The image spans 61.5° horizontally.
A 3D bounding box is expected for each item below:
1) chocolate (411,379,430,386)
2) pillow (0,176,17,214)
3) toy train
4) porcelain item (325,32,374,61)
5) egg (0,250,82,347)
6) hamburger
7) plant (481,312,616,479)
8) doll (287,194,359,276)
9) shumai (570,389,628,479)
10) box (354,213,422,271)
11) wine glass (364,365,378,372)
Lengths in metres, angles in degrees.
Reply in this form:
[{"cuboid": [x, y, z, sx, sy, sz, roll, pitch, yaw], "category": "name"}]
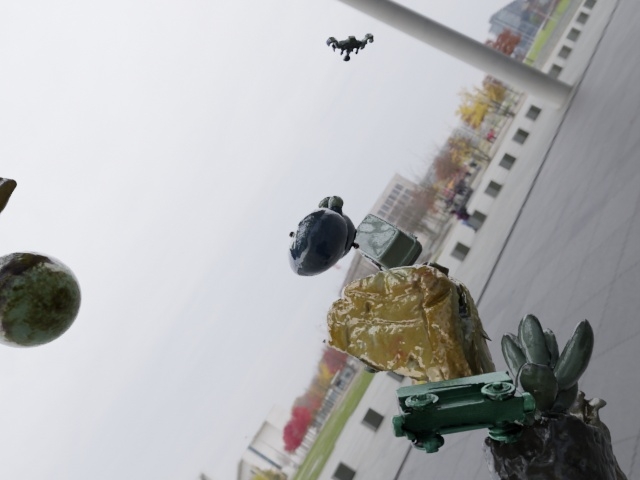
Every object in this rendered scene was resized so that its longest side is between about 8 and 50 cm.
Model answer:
[{"cuboid": [0.277, 0.330, 1.269, 0.162, 0.162, 0.445, -56, -22, -23], "category": "chocolate"}, {"cuboid": [-0.642, 0.004, 0.842, 0.119, 0.310, 0.312, 18, -90, -74], "category": "pillow"}, {"cuboid": [0.169, 0.205, 0.658, 0.099, 0.172, 0.070, -88, -10, -86], "category": "toy train"}, {"cuboid": [0.073, -0.500, 1.407, 0.136, 0.021, 0.075, -14, -33, -22], "category": "porcelain item"}, {"cuboid": [-0.736, 0.140, 1.330, 0.238, 0.290, 0.238, -38, -46, -54], "category": "egg"}, {"cuboid": [0.177, 0.138, 0.990, 0.162, 0.330, 0.208, 3, -83, -51], "category": "hamburger"}, {"cuboid": [0.290, 0.232, 0.699, 0.149, 0.147, 0.274, 41, -133, -43], "category": "plant"}, {"cuboid": [0.000, 0.000, 1.365, 0.258, 0.154, 0.228, -15, -48, -66], "category": "doll"}, {"cuboid": [0.444, 0.357, 0.903, 0.185, 0.218, 0.184, -50, -15, -13], "category": "shumai"}, {"cuboid": [0.201, 0.013, 1.678, 0.148, 0.129, 0.210, -54, 34, 0], "category": "box"}, {"cuboid": [0.122, 0.261, 1.231, 0.039, 0.042, 0.083, -107, 18, -64], "category": "wine glass"}]
